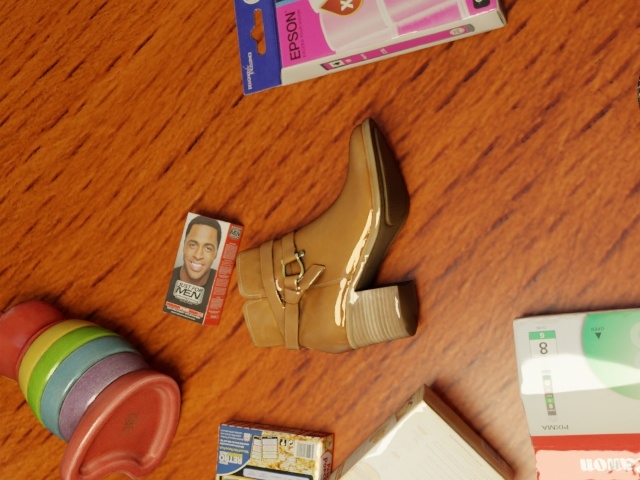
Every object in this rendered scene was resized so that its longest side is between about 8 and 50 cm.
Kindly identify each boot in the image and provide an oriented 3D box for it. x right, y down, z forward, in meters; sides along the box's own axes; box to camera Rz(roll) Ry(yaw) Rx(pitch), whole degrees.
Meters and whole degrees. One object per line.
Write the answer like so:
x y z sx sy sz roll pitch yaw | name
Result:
0.000 0.000 0.981 0.220 0.109 0.284 -8 88 25 | boot

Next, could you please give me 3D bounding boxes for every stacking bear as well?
-0.343 0.182 1.067 0.289 0.175 0.164 29 97 30 | stacking bear

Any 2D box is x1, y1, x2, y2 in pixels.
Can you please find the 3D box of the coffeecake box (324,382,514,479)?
0.104 0.283 0.892 0.142 0.068 0.185 44 101 2 | coffeecake box

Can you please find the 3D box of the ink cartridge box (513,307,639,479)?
0.312 0.188 0.846 0.181 0.056 0.225 -7 79 22 | ink cartridge box

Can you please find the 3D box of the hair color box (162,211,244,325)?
-0.160 0.039 1.062 0.072 0.043 0.141 14 89 24 | hair color box

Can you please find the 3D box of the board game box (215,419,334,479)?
-0.063 0.335 0.987 0.146 0.045 0.194 3 85 22 | board game box

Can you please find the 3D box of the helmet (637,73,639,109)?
0.410 -0.157 0.784 0.169 0.161 0.169 -3 83 22 | helmet

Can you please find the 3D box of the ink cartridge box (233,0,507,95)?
0.042 -0.319 1.013 0.370 0.069 0.176 -11 80 23 | ink cartridge box
